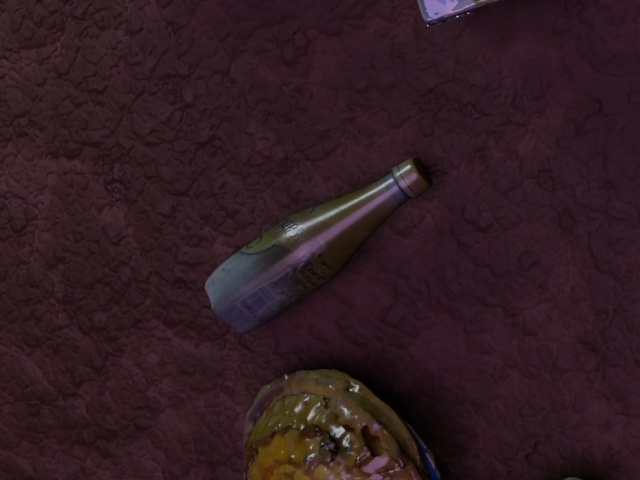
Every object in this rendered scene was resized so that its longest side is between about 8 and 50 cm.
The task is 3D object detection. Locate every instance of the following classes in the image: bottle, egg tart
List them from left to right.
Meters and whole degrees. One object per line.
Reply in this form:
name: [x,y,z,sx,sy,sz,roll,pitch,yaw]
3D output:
bottle: [0.000,0.000,1.361,0.270,0.083,0.083,-35,90,19]
egg tart: [0.008,0.277,1.367,0.291,0.107,0.290,18,117,39]

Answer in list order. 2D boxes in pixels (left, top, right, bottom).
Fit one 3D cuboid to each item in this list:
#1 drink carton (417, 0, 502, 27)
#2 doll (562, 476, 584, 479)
drink carton: [0.229,-0.336,1.180,0.325,0.132,0.194,-15,98,21]
doll: [0.257,0.372,1.345,0.252,0.111,0.237,-40,87,27]
